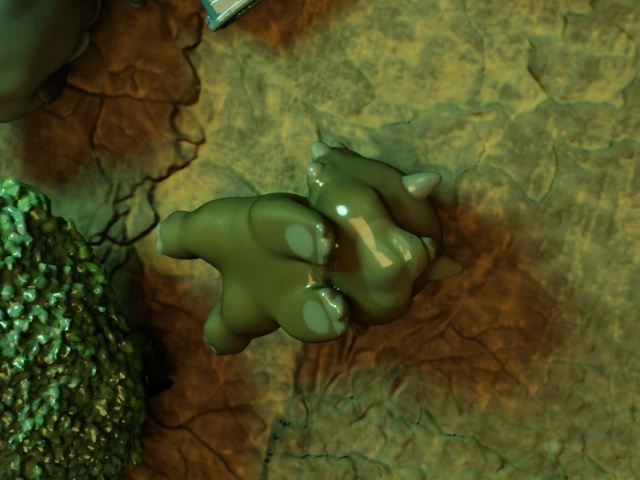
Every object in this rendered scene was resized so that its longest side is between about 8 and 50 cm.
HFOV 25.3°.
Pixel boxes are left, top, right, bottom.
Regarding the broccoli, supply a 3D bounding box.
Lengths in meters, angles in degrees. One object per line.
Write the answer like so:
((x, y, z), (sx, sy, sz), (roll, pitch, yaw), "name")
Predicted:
((-0.305, 0.132, 1.336), (0.338, 0.317, 0.277), (46, 69, -17), "broccoli")

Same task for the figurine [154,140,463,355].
((0.004, 0.003, 1.292), (0.247, 0.173, 0.177), (-23, 95, 49), "figurine")

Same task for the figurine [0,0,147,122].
((-0.249, -0.238, 1.258), (0.381, 0.203, 0.248), (-24, 94, 16), "figurine")

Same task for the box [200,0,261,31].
((-0.069, -0.238, 1.282), (0.099, 0.074, 0.054), (-35, 97, 18), "box")
